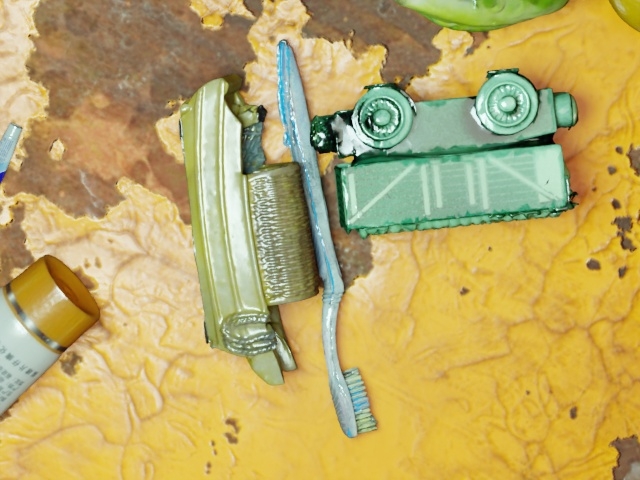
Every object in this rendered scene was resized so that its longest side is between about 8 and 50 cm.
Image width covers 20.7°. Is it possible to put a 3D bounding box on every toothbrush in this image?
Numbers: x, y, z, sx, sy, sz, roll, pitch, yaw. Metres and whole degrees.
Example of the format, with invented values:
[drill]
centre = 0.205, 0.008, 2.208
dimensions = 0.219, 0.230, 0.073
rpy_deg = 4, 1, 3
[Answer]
[toothbrush]
centre = 0.000, 0.000, 1.782
dimensions = 0.042, 0.035, 0.413
rpy_deg = -14, 97, -23

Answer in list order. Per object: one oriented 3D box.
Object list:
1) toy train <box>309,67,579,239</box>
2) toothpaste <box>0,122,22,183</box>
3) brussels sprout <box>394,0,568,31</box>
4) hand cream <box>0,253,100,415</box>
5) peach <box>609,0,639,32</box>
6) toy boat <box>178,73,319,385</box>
[toy train]
centre = 0.126, -0.087, 1.741
dimensions = 0.269, 0.115, 0.154
rpy_deg = -6, 91, -4
[toothpaste]
centre = -0.324, -0.079, 1.765
dimensions = 0.024, 0.015, 0.083
rpy_deg = 25, 99, -7
[brussels sprout]
centre = 0.162, -0.300, 1.705
dimensions = 0.223, 0.161, 0.223
rpy_deg = -3, 119, -6
[hand cream]
centre = -0.359, 0.148, 1.751
dimensions = 0.314, 0.089, 0.140
rpy_deg = -37, 96, 5
[peach]
centre = 0.341, -0.268, 1.728
dimensions = 0.138, 0.138, 0.138
rpy_deg = 0, 96, -3
[toy boat]
centre = -0.066, -0.012, 1.745
dimensions = 0.115, 0.089, 0.310
rpy_deg = -5, 95, 12
